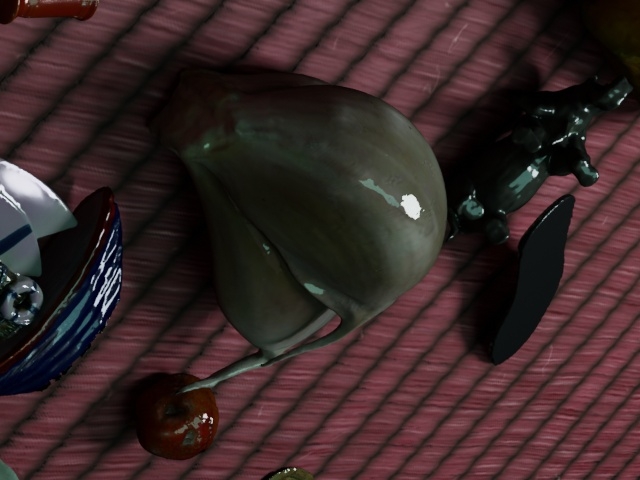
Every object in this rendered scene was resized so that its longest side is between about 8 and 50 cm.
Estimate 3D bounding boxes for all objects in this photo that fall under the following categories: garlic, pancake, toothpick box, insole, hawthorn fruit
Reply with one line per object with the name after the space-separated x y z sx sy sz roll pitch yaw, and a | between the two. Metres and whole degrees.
0.000 0.000 1.757 0.246 0.231 0.340 -26 130 -34 | garlic
-0.052 0.297 2.119 0.115 0.011 0.115 -27 135 -31 | pancake
-0.222 -0.196 1.517 0.083 0.047 0.047 -9 126 -41 | toothpick box
0.237 0.048 2.137 0.119 0.009 0.348 -42 160 -20 | insole
-0.146 0.174 1.874 0.093 0.093 0.093 -27 136 -29 | hawthorn fruit

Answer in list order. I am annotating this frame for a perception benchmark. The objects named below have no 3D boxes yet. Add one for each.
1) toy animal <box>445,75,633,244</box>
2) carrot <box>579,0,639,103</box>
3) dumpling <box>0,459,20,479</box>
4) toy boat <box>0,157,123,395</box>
0.218 -0.093 1.982 0.245 0.146 0.114 -30 99 7 | toy animal
0.430 -0.215 2.019 0.241 0.241 0.340 -53 141 1 | carrot
-0.423 0.302 1.604 0.320 0.270 0.212 -44 173 -50 | dumpling
-0.274 -0.005 1.619 0.219 0.072 0.318 -32 129 -21 | toy boat
